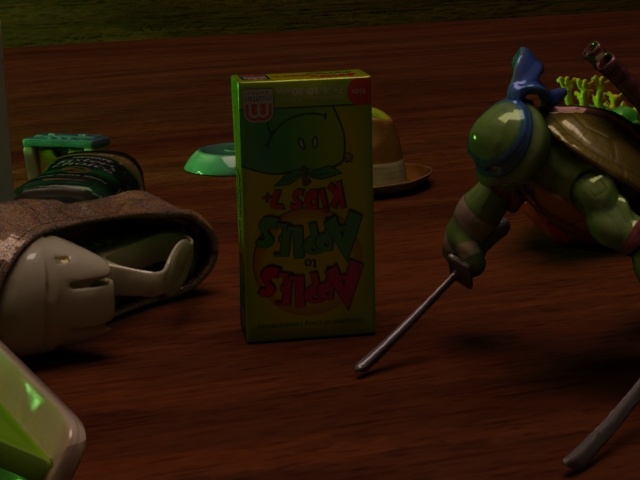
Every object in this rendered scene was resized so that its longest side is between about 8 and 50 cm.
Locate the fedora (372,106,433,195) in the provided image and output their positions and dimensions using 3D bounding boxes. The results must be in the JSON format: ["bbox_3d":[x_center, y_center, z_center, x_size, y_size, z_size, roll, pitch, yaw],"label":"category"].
[{"bbox_3d":[0.024,-0.098,1.552,0.194,0.079,0.194,-1,14,0],"label":"fedora"}]

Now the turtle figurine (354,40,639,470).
[{"bbox_3d":[0.177,0.031,0.951,0.266,0.275,0.198,13,-20,-34],"label":"turtle figurine"}]

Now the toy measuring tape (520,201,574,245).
[{"bbox_3d":[0.245,-0.047,1.319,0.121,0.121,0.330,3,-4,19],"label":"toy measuring tape"}]

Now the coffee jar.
[{"bbox_3d":[-0.210,-0.029,1.287,0.096,0.079,0.184,-1,13,3],"label":"coffee jar"}]

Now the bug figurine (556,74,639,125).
[{"bbox_3d":[0.351,-0.101,1.457,0.216,0.072,0.279,9,-3,30],"label":"bug figurine"}]

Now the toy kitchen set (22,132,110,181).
[{"bbox_3d":[-0.324,-0.085,1.441,0.166,0.122,0.207,3,14,17],"label":"toy kitchen set"}]

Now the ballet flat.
[{"bbox_3d":[-0.171,0.022,1.031,0.106,0.108,0.316,15,20,23],"label":"ballet flat"}]

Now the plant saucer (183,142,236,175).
[{"bbox_3d":[-0.096,-0.095,1.676,0.119,0.021,0.119,-1,13,0],"label":"plant saucer"}]

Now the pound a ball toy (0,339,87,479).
[{"bbox_3d":[-0.273,0.063,0.714,0.208,0.136,0.319,32,-5,-30],"label":"pound a ball toy"}]

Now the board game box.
[{"bbox_3d":[-0.011,-0.024,1.021,0.092,0.181,0.043,-4,13,-9],"label":"board game box"}]

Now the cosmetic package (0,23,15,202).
[{"bbox_3d":[-0.334,-0.033,1.004,0.138,0.225,0.224,8,16,33],"label":"cosmetic package"}]
